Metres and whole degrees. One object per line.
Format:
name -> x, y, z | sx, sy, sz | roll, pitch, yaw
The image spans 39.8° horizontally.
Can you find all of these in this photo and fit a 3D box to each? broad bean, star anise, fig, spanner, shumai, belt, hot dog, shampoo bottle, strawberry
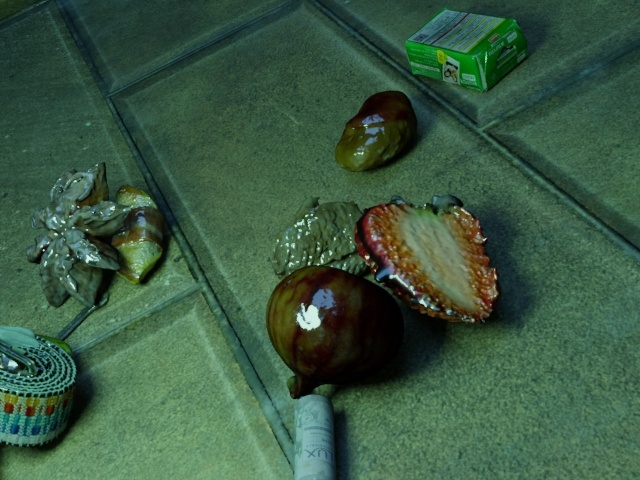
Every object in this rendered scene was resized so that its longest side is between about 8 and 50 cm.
broad bean -> 0.117, -0.236, 1.906 | 0.156, 0.122, 0.228 | 20, 52, 38
star anise -> -0.520, -0.011, 1.863 | 0.331, 0.117, 0.332 | -16, 66, 41
fig -> 0.021, 0.144, 1.438 | 0.234, 0.235, 0.215 | -2, 56, 24
spanner -> -0.530, 0.196, 1.816 | 0.054, 0.015, 0.254 | 13, 51, 39
shumai -> 0.000, 0.000, 1.692 | 0.205, 0.167, 0.175 | -23, 16, -1
belt -> -0.565, 0.254, 1.596 | 0.257, 0.150, 0.207 | 24, 19, 17
hot dog -> -0.397, -0.006, 1.921 | 0.123, 0.093, 0.262 | -14, 56, 17
shampoo bottle -> -0.008, 0.336, 1.352 | 0.072, 0.072, 0.214 | -15, 39, 11
strawberry -> 0.178, 0.059, 1.521 | 0.233, 0.138, 0.306 | 1, 44, -10

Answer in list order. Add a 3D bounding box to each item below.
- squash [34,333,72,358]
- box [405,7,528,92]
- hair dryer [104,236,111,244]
squash -> -0.592, 0.217, 1.756 | 0.252, 0.066, 0.066 | -1, 44, 28
box -> 0.335, -0.449, 2.058 | 0.180, 0.103, 0.250 | -41, 40, -21
hair dryer -> -0.506, -0.068, 1.996 | 0.067, 0.199, 0.167 | 0, 8, -23
